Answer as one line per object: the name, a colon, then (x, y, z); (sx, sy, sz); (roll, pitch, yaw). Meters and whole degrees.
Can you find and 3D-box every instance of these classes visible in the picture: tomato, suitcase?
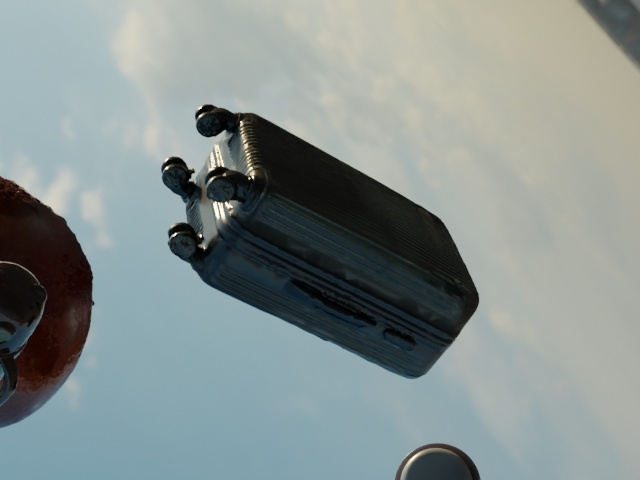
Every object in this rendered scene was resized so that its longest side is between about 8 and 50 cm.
tomato: (-0.250, 0.040, 0.903); (0.189, 0.173, 0.099); (21, -168, 12)
suitcase: (0.000, 0.000, 1.374); (0.312, 0.128, 0.202); (28, -160, -22)

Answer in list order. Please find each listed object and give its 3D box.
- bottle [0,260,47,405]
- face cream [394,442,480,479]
bottle: (-0.163, 0.046, 0.642); (0.063, 0.101, 0.047); (40, -145, -5)
face cream: (0.125, 0.263, 1.473); (0.091, 0.091, 0.095); (54, 176, 21)
